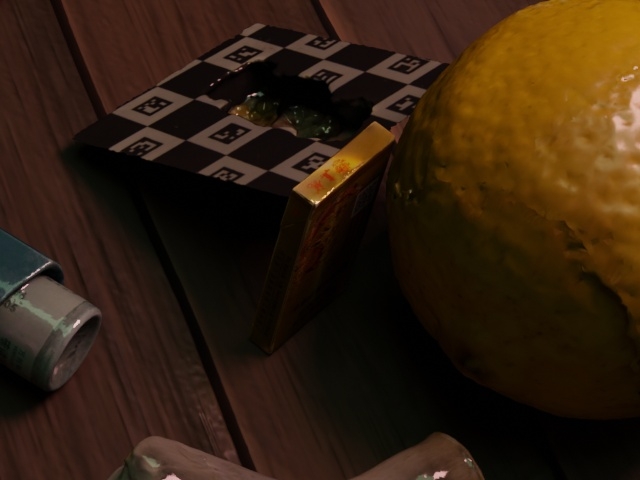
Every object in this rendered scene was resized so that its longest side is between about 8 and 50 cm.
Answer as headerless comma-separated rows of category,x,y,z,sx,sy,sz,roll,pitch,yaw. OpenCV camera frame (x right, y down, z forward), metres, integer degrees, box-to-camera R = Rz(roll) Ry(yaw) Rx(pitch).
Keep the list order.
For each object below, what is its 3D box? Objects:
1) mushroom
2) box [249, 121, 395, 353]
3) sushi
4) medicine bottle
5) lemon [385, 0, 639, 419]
mushroom,-0.025,0.165,1.127,0.278,0.099,0.096,0,65,-20
box,0.000,0.000,1.221,0.022,0.156,0.089,35,53,16
sushi,-0.030,-0.073,1.316,0.215,0.050,0.192,17,41,40
medicine bottle,-0.251,-0.005,1.212,0.258,0.079,0.124,33,51,12
lemon,0.178,-0.022,1.213,0.293,0.293,0.293,7,50,-9
